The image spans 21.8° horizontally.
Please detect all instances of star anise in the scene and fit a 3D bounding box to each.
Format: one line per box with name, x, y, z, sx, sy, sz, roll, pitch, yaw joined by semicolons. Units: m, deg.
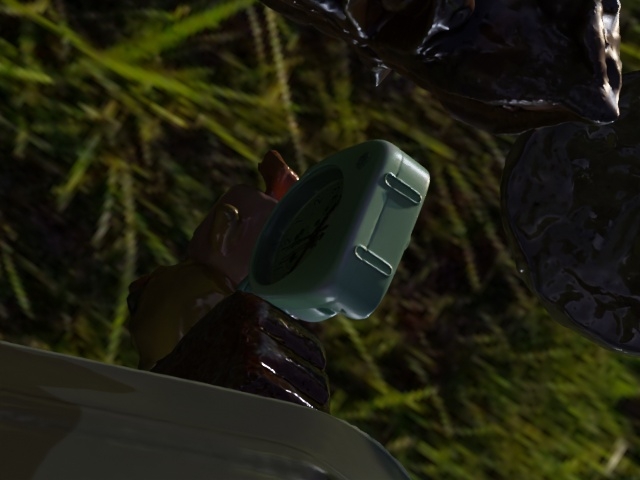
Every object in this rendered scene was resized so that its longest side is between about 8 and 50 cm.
star anise;0.032;-0.134;0.772;0.220;0.214;0.099;36;79;-13

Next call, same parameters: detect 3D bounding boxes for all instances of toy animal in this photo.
toy animal;-0.102;0.056;1.824;0.281;0.169;0.195;-41;144;-13

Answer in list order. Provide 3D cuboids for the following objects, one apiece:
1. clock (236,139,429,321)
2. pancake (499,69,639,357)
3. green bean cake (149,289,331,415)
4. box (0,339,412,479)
clock;0.000;0.000;1.472;0.066;0.211;0.159;35;66;-23
pancake;0.261;-0.024;1.312;0.242;0.242;0.050;-58;178;1
green bean cake;-0.086;0.166;1.176;0.097;0.198;0.232;33;115;-24
box;-0.083;0.187;0.590;0.396;0.396;0.111;14;120;-32
